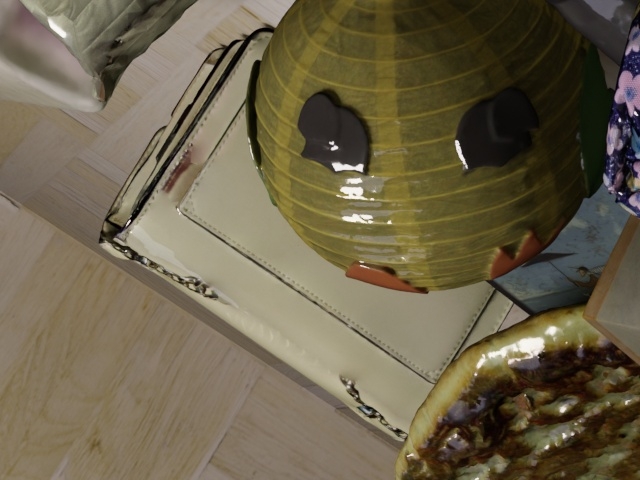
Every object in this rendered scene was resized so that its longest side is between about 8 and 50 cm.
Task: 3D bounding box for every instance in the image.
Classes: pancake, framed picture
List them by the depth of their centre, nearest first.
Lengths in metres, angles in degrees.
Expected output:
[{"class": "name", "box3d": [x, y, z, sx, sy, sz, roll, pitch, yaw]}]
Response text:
[{"class": "pancake", "box3d": [0.258, 0.139, 1.630, 0.305, 0.067, 0.427, 17, 136, -22]}, {"class": "framed picture", "box3d": [0.265, 0.036, 1.630, 0.347, 0.016, 0.265, 38, 150, -25]}]

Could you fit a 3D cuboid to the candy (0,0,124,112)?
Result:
[{"class": "candy", "box3d": [-0.278, -0.233, 1.587, 0.145, 0.208, 0.358, 33, 166, -36]}]

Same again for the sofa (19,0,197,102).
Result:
[{"class": "sofa", "box3d": [-0.128, -0.228, 1.101, 0.225, 0.210, 0.176, 44, -177, 5]}]

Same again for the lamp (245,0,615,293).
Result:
[{"class": "lamp", "box3d": [0.072, -0.106, 1.240, 0.250, 0.250, 0.284, 21, 138, 37]}]

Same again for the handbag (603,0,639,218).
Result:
[{"class": "handbag", "box3d": [0.232, -0.099, 0.903, 0.127, 0.229, 0.208, 21, 173, -17]}]

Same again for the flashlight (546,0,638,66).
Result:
[{"class": "flashlight", "box3d": [0.073, -0.241, 1.054, 0.424, 0.103, 0.103, 37, 165, -15]}]

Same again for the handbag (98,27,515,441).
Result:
[{"class": "handbag", "box3d": [0.000, 0.000, 1.738, 0.358, 0.237, 0.160, 35, 164, -17]}]

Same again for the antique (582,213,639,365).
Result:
[{"class": "antique", "box3d": [0.303, 0.035, 1.395, 0.146, 0.152, 0.148, 38, 162, -33]}]
